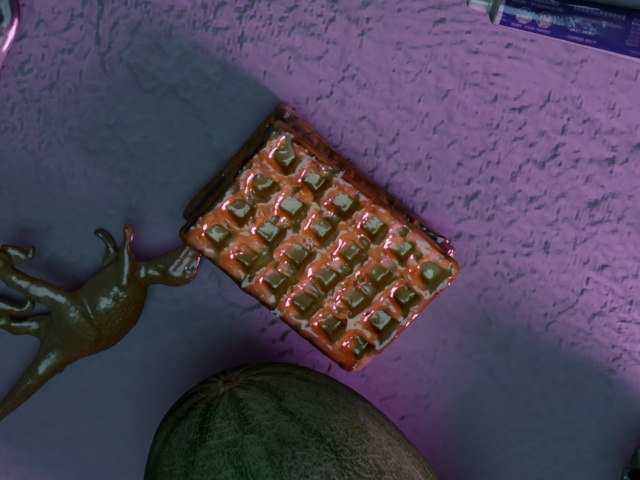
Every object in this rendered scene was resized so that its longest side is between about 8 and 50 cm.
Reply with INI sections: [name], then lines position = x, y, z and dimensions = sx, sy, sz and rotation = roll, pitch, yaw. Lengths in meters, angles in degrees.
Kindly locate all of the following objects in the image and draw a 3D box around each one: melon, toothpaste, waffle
[melon]
position = 0.005, 0.203, 1.151
dimensions = 0.182, 0.182, 0.287
rotation = -30, 108, 14
[toothpaste]
position = 0.152, -0.125, 1.100
dimensions = 0.140, 0.021, 0.037
rotation = 12, 111, -4
[waffle]
position = 0.000, 0.000, 1.144
dimensions = 0.148, 0.042, 0.102
rotation = 39, 107, -12

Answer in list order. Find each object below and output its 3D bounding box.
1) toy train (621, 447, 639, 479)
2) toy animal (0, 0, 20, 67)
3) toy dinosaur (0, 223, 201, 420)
[toy train]
position = 0.213, 0.210, 1.184
dimensions = 0.071, 0.104, 0.178
rotation = 7, 111, 5
[toy animal]
position = -0.258, -0.081, 1.114
dimensions = 0.217, 0.073, 0.176
rotation = -32, 112, 9
[toy dinosaur]
position = -0.145, 0.060, 1.178
dimensions = 0.126, 0.039, 0.162
rotation = 9, 113, -2
